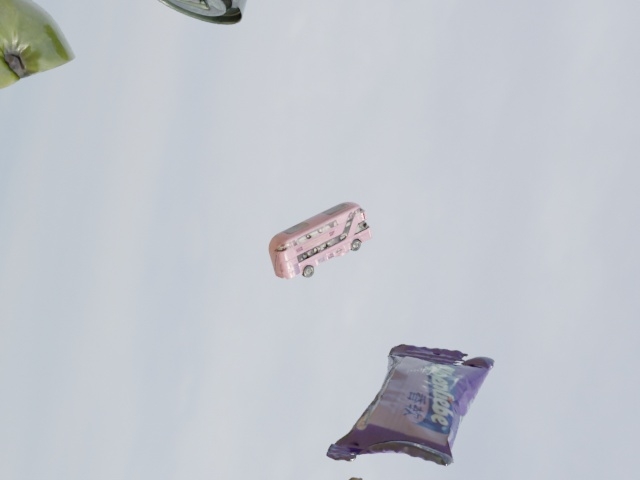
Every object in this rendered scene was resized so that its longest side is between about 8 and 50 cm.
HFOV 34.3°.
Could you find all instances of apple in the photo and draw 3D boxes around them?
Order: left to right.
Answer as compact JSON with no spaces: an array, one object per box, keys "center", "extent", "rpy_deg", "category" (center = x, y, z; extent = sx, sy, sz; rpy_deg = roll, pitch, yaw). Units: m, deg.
[{"center":[-0.618,-0.308,1.820],"extent":[0.360,0.312,0.320],"rpy_deg":[-2,-113,41],"category":"apple"}]

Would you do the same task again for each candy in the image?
[{"center":[0.118,0.201,1.275],"extent":[0.275,0.145,0.070],"rpy_deg":[-47,139,-60],"category":"candy"}]

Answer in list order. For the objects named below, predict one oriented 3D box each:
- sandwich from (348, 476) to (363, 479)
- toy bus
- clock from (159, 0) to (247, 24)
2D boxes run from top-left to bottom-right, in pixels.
[{"center":[-0.041,0.589,1.829],"extent":[0.131,0.325,0.262],"rpy_deg":[44,-40,22],"category":"sandwich"},{"center":[0.000,0.000,1.906],"extent":[0.063,0.203,0.090],"rpy_deg":[16,-54,54],"category":"toy bus"},{"center":[-0.239,-0.471,1.930],"extent":[0.215,0.215,0.042],"rpy_deg":[-3,-114,66],"category":"clock"}]
